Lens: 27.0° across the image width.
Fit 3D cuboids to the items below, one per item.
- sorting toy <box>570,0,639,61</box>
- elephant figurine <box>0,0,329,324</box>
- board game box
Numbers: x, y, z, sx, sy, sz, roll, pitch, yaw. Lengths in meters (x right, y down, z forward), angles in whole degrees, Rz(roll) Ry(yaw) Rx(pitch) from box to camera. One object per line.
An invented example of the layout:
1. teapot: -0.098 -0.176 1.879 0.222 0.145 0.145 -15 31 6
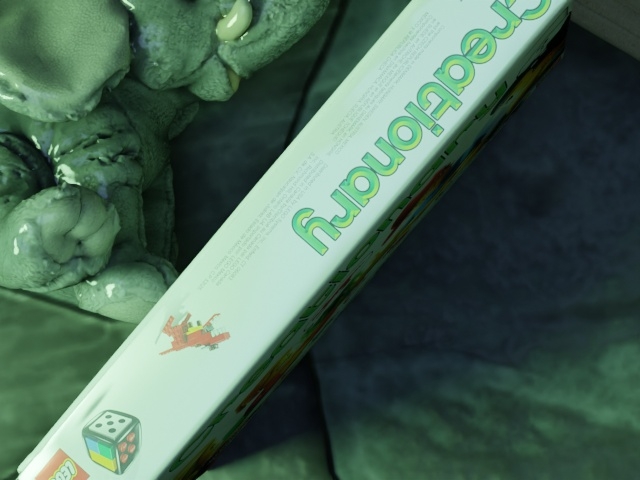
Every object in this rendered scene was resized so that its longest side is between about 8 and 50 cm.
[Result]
1. sorting toy: 0.233 -0.199 0.557 0.229 0.041 0.307 40 114 34
2. elephant figurine: -0.103 -0.087 0.680 0.186 0.169 0.239 17 88 -28
3. board game box: 0.000 0.000 0.632 0.053 0.193 0.305 41 97 7
